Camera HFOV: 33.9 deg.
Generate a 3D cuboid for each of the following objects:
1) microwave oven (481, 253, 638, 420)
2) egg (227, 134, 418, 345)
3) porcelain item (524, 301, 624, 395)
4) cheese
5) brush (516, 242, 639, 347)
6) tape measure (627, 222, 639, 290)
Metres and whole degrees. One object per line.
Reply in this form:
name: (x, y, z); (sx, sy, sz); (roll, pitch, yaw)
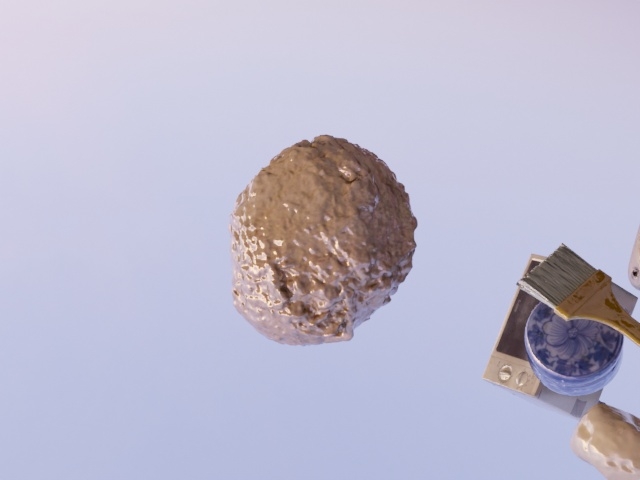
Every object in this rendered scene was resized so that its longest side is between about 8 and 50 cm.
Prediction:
microwave oven: (0.420, 0.172, 1.835); (0.194, 0.241, 0.145); (28, 172, -37)
egg: (0.000, 0.000, 1.473); (0.279, 0.310, 0.279); (8, 158, 3)
porcelain item: (0.384, 0.155, 1.593); (0.147, 0.147, 0.114); (17, 165, 20)
cheese: (0.444, 0.298, 1.338); (0.263, 0.093, 0.159); (29, -179, 7)
brush: (0.272, 0.080, 0.910); (0.205, 0.011, 0.083); (39, -136, 21)
tape measure: (0.672, -0.017, 1.858); (0.133, 0.271, 0.231); (13, -175, -30)
